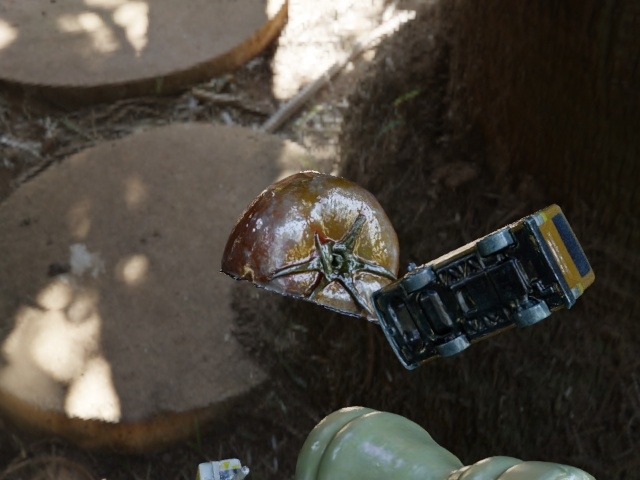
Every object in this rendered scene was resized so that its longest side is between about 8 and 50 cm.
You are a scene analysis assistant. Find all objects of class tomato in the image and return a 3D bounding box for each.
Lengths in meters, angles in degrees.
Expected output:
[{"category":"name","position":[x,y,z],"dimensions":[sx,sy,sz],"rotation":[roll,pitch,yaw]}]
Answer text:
[{"category":"tomato","position":[0.000,0.000,1.165],"dimensions":[0.214,0.180,0.155],"rotation":[17,87,-25]}]

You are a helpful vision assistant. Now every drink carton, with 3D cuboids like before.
[{"category":"drink carton","position":[-0.144,0.366,1.435],"dimensions":[0.074,0.200,0.084],"rotation":[-4,61,-9]}]

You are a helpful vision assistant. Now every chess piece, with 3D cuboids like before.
[{"category":"chess piece","position":[0.169,0.358,1.325],"dimensions":[0.234,0.234,0.442],"rotation":[-37,18,-29]}]

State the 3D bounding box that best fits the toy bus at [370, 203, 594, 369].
[{"category":"toy bus","position":[0.147,0.042,0.908],"dimensions":[0.103,0.182,0.091],"rotation":[-25,88,-55]}]
